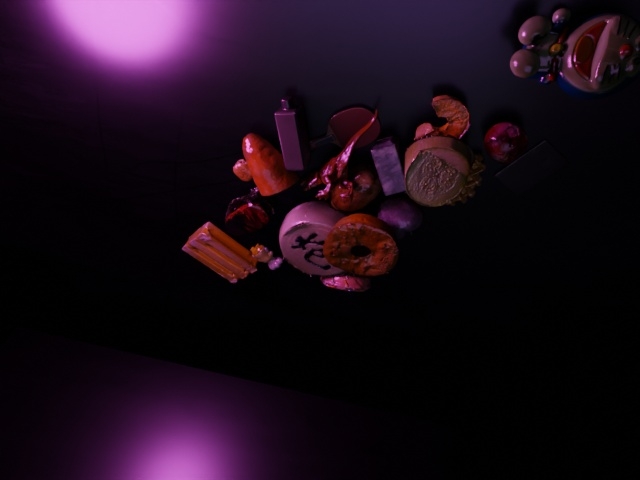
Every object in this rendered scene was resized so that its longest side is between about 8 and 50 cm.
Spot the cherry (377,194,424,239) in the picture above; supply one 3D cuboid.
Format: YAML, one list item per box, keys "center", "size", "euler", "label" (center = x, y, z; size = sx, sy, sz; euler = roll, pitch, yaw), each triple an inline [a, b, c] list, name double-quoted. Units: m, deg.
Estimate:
- center: [0.295, -0.089, 1.562]
  size: [0.176, 0.140, 0.176]
  euler: [11, 118, 22]
  label: "cherry"

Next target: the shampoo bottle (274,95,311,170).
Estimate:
- center: [-0.092, -0.359, 1.395]
  size: [0.079, 0.080, 0.246]
  euler: [5, 129, 18]
  label: "shampoo bottle"

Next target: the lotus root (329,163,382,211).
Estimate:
- center: [0.120, -0.182, 1.515]
  size: [0.145, 0.128, 0.260]
  euler: [42, 134, -12]
  label: "lotus root"

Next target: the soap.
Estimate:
- center: [-0.461, 0.063, 1.943]
  size: [0.315, 0.091, 0.199]
  euler: [39, 131, -24]
  label: "soap"

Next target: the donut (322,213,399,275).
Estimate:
- center: [0.153, 0.014, 1.526]
  size: [0.278, 0.108, 0.277]
  euler: [7, 131, 8]
  label: "donut"

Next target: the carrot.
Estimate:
- center: [-0.197, -0.285, 1.493]
  size: [0.159, 0.159, 0.225]
  euler: [-18, 115, 29]
  label: "carrot"

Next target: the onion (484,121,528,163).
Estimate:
- center: [0.575, -0.302, 1.284]
  size: [0.131, 0.131, 0.131]
  euler: [7, 137, 7]
  label: "onion"

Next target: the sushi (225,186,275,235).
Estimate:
- center: [-0.294, -0.111, 1.699]
  size: [0.225, 0.126, 0.136]
  euler: [-27, 123, 28]
  label: "sushi"

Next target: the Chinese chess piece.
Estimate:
- center: [0.000, 0.000, 1.721]
  size: [0.349, 0.146, 0.349]
  euler: [7, 136, 6]
  label: "Chinese chess piece"

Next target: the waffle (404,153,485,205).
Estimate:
- center: [0.429, -0.221, 1.449]
  size: [0.261, 0.056, 0.250]
  euler: [11, 139, 0]
  label: "waffle"

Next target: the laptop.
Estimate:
- center: [0.707, -0.239, 1.392]
  size: [0.135, 0.016, 0.197]
  euler: [35, 132, -20]
  label: "laptop"

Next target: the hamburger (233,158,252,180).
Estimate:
- center: [-0.293, -0.267, 1.587]
  size: [0.083, 0.044, 0.076]
  euler: [34, 134, -24]
  label: "hamburger"

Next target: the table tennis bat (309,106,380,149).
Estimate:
- center: [0.071, -0.364, 1.412]
  size: [0.274, 0.021, 0.154]
  euler: [-14, 135, 26]
  label: "table tennis bat"

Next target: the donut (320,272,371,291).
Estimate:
- center: [0.116, 0.170, 1.862]
  size: [0.233, 0.199, 0.085]
  euler: [8, 96, 3]
  label: "donut"

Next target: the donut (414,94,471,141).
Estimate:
- center: [0.386, -0.367, 1.295]
  size: [0.146, 0.078, 0.181]
  euler: [15, 132, -4]
  label: "donut"

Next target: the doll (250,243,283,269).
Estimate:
- center: [-0.248, 0.077, 1.924]
  size: [0.162, 0.062, 0.106]
  euler: [40, 135, -25]
  label: "doll"

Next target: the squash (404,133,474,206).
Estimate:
- center: [0.370, -0.226, 1.308]
  size: [0.220, 0.133, 0.220]
  euler: [10, 143, 8]
  label: "squash"

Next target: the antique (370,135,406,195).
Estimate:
- center: [0.240, -0.257, 1.405]
  size: [0.086, 0.088, 0.183]
  euler: [-12, 115, 25]
  label: "antique"

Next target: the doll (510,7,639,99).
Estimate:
- center: [0.658, -0.469, 1.044]
  size: [0.322, 0.186, 0.198]
  euler: [20, 108, 17]
  label: "doll"

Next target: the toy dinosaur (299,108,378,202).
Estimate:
- center: [0.067, -0.234, 1.408]
  size: [0.097, 0.208, 0.432]
  euler: [20, 147, -35]
  label: "toy dinosaur"
